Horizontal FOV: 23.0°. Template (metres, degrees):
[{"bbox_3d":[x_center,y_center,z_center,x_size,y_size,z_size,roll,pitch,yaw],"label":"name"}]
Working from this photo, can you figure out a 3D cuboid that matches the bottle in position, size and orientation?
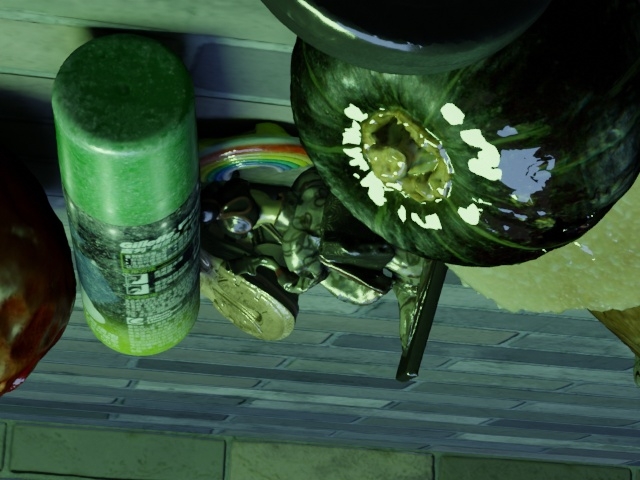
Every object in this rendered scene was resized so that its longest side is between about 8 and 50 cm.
[{"bbox_3d":[-0.128,-0.021,1.084,0.093,0.093,0.330,4,154,-3],"label":"bottle"}]

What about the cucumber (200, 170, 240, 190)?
[{"bbox_3d":[-0.115,-0.045,1.214,0.107,0.035,0.067,7,164,-24],"label":"cucumber"}]

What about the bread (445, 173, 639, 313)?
[{"bbox_3d":[0.190,-0.052,0.917,0.337,0.102,0.183,-9,129,42],"label":"bread"}]

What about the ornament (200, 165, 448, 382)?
[{"bbox_3d":[0.000,0.000,1.193,0.196,0.166,0.153,17,173,0],"label":"ornament"}]

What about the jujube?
[{"bbox_3d":[-0.284,0.022,1.157,0.223,0.223,0.318,2,174,3],"label":"jujube"}]

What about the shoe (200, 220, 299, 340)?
[{"bbox_3d":[-0.074,-0.003,1.273,0.180,0.092,0.089,34,151,16],"label":"shoe"}]

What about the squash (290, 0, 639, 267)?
[{"bbox_3d":[0.076,-0.076,0.793,0.193,0.156,0.193,34,163,12],"label":"squash"}]

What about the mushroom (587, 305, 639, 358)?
[{"bbox_3d":[0.321,0.045,1.246,0.278,0.146,0.278,23,175,2],"label":"mushroom"}]

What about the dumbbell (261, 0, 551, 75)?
[{"bbox_3d":[0.049,-0.151,0.536,0.143,0.143,0.325,6,165,-13],"label":"dumbbell"}]

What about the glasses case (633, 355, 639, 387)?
[{"bbox_3d":[0.412,0.110,1.618,0.137,0.085,0.354,3,167,2],"label":"glasses case"}]

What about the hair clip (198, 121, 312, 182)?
[{"bbox_3d":[-0.094,-0.065,1.135,0.188,0.033,0.060,1,163,7],"label":"hair clip"}]
